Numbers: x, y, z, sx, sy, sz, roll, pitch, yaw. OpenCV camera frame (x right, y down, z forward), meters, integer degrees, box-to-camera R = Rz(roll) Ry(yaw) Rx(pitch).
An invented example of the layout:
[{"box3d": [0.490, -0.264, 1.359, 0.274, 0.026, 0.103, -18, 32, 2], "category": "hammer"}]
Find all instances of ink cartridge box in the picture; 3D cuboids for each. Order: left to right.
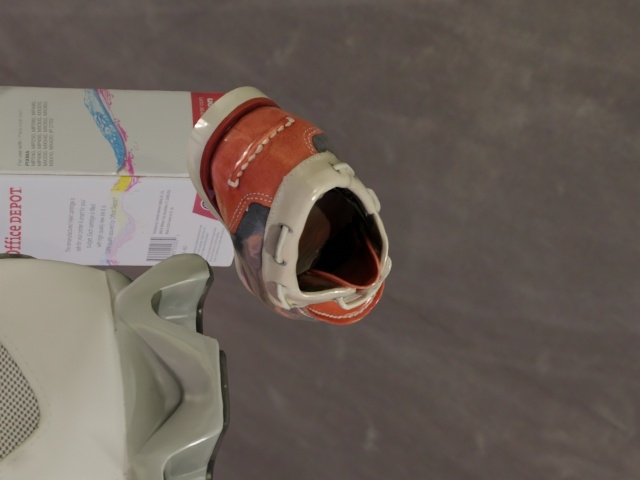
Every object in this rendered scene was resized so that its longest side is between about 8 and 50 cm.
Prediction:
[{"box3d": [-0.140, -0.041, 0.943, 0.175, 0.072, 0.127, 1, 152, -13], "category": "ink cartridge box"}]

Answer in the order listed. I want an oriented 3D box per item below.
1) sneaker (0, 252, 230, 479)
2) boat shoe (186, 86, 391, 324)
[{"box3d": [-0.093, 0.146, 0.359, 0.146, 0.330, 0.122, 4, 139, -17], "category": "sneaker"}, {"box3d": [0.000, 0.000, 0.430, 0.043, 0.049, 0.137, 36, 170, 25], "category": "boat shoe"}]
